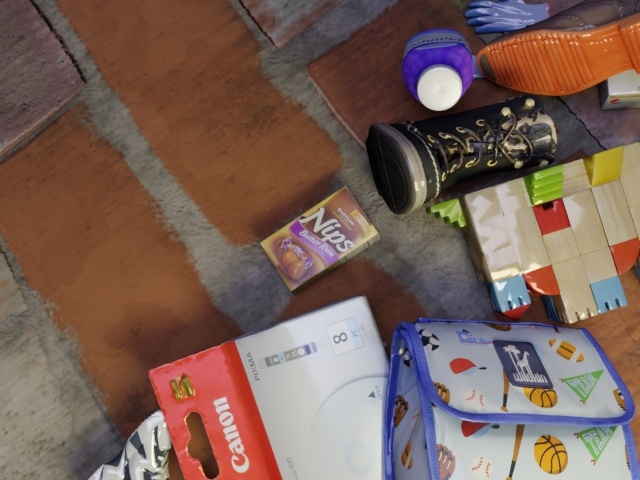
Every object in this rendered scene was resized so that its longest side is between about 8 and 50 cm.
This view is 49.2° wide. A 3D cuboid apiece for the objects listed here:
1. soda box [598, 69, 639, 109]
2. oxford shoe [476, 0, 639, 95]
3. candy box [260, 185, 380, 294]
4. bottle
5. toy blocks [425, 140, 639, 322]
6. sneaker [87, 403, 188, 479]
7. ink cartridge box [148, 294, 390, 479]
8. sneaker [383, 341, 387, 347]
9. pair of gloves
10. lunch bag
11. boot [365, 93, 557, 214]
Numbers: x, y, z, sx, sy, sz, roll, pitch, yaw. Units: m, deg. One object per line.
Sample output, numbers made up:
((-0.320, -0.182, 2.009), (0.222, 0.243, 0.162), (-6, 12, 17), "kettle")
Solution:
((0.524, -0.341, 1.217), (0.074, 0.069, 0.216), (-2, 79, 10), "soda box")
((0.444, -0.337, 1.164), (0.364, 0.130, 0.132), (0, 52, 33), "oxford shoe")
((0.000, 0.000, 1.247), (0.187, 0.053, 0.109), (-34, 74, 0), "candy box")
((0.194, -0.285, 1.160), (0.118, 0.282, 0.092), (-5, 115, 11), "bottle")
((0.396, 0.012, 1.126), (0.382, 0.191, 0.260), (-17, 89, -2), "toy blocks")
((-0.275, 0.396, 1.196), (0.153, 0.094, 0.235), (44, 82, 8), "sneaker")
((-0.058, 0.292, 1.131), (0.385, 0.091, 0.308), (-19, 88, -2), "ink cartridge box")
((0.060, 0.180, 1.206), (0.098, 0.038, 0.069), (-28, 76, 3), "sneaker")
((0.344, -0.373, 1.279), (0.160, 0.023, 0.198), (1, 79, 10), "pair of gloves")
((0.269, 0.305, 1.009), (0.328, 0.239, 0.385), (5, 69, -14), "lunch bag")
((0.224, -0.142, 1.089), (0.285, 0.377, 0.138), (-14, 94, 1), "boot")
